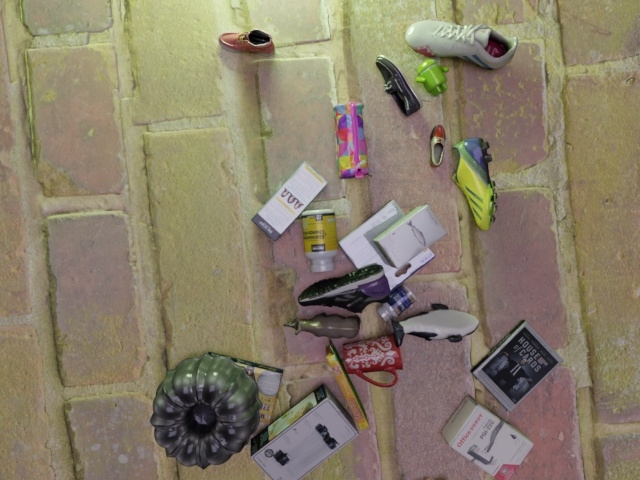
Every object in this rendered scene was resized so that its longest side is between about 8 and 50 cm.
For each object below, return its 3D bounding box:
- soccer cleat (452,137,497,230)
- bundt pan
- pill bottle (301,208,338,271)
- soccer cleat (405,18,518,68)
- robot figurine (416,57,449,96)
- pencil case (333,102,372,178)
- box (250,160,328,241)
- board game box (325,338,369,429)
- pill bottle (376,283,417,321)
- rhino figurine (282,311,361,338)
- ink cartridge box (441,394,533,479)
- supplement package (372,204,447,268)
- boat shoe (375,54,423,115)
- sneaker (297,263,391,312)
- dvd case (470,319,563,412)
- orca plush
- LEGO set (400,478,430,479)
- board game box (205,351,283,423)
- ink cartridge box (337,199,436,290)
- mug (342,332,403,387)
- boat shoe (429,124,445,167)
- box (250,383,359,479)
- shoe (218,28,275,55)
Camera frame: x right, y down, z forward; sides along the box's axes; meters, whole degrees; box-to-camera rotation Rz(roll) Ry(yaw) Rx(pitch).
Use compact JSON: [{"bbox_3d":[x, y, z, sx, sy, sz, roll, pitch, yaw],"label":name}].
[{"bbox_3d":[0.477,-0.172,1.365,0.121,0.093,0.289,-6,96,29],"label":"soccer cleat"},{"bbox_3d":[-0.341,0.510,1.279,0.330,0.124,0.331,0,92,-2],"label":"bundt pan"},{"bbox_3d":[0.000,0.000,1.333,0.103,0.103,0.184,-5,91,-1],"label":"pill bottle"},{"bbox_3d":[0.427,-0.608,1.316,0.331,0.143,0.116,12,90,-1],"label":"soccer cleat"},{"bbox_3d":[0.344,-0.505,1.353,0.101,0.067,0.115,-29,91,-11],"label":"robot figurine"},{"bbox_3d":[0.096,-0.299,1.335,0.104,0.104,0.236,-7,90,-1],"label":"pencil case"},{"bbox_3d":[-0.094,-0.118,1.350,0.100,0.060,0.244,43,90,-2],"label":"box"},{"bbox_3d":[0.074,0.428,1.330,0.039,0.124,0.259,-23,91,0],"label":"board game box"},{"bbox_3d":[0.234,0.196,1.360,0.120,0.067,0.067,-40,92,-1],"label":"pill bottle"},{"bbox_3d":[0.006,0.258,1.335,0.243,0.106,0.073,2,90,-2],"label":"rhino figurine"},{"bbox_3d":[0.513,0.614,1.361,0.218,0.092,0.158,35,90,0],"label":"ink cartridge box"},{"bbox_3d":[0.259,-0.011,1.291,0.179,0.105,0.105,-36,92,-1],"label":"supplement package"},{"bbox_3d":[0.229,-0.474,1.348,0.065,0.075,0.206,-41,96,-4],"label":"boat shoe"},{"bbox_3d":[0.073,0.176,1.325,0.283,0.107,0.124,-17,105,15],"label":"sneaker"},{"bbox_3d":[0.622,0.397,1.392,0.238,0.029,0.179,-44,92,0],"label":"dvd case"},{"bbox_3d":[0.343,0.287,1.340,0.287,0.151,0.102,-12,131,-28],"label":"orca plush"},{"bbox_3d":[0.274,0.831,1.354,0.287,0.132,0.107,-19,109,-24],"label":"LEGO set"},{"bbox_3d":[-0.254,0.457,1.363,0.243,0.042,0.165,15,90,-2],"label":"board game box"},{"bbox_3d":[0.204,0.027,1.367,0.223,0.045,0.224,-37,92,0],"label":"ink cartridge box"},{"bbox_3d":[0.158,0.358,1.325,0.169,0.150,0.113,-9,116,3],"label":"mug"},{"bbox_3d":[0.366,-0.296,1.369,0.049,0.043,0.137,8,89,0],"label":"boat shoe"},{"bbox_3d":[-0.049,0.597,1.333,0.290,0.087,0.169,-38,103,0],"label":"box"},{"bbox_3d":[-0.227,-0.610,1.330,0.178,0.081,0.063,10,90,-2],"label":"shoe"}]
